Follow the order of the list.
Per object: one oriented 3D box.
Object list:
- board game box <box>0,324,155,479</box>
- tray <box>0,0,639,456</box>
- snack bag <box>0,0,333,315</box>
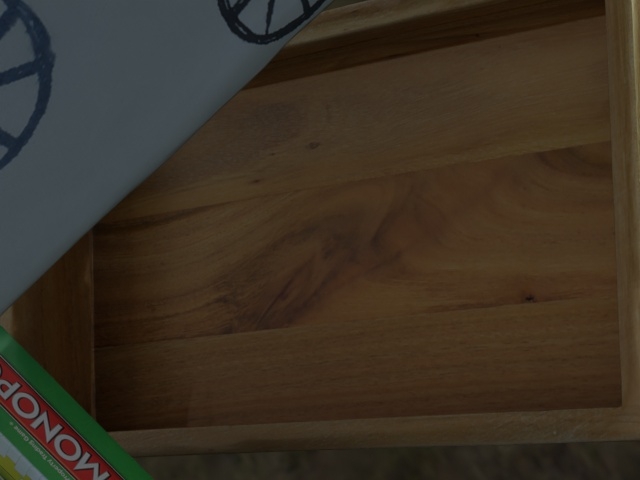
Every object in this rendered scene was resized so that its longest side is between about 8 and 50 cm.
[{"bbox_3d":[-0.183,0.165,0.844,0.317,0.213,0.046,-45,0,38],"label":"board game box"},{"bbox_3d":[0.000,0.000,0.945,0.411,0.202,0.076,-8,-9,43],"label":"tray"},{"bbox_3d":[-0.083,-0.153,0.629,0.342,0.323,0.037,-43,51,-10],"label":"snack bag"}]
